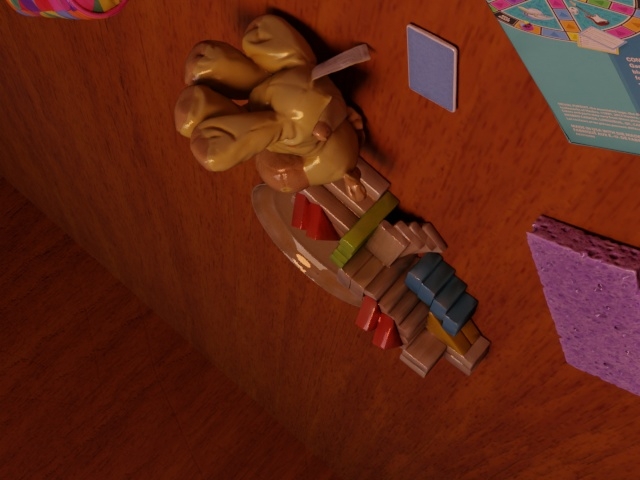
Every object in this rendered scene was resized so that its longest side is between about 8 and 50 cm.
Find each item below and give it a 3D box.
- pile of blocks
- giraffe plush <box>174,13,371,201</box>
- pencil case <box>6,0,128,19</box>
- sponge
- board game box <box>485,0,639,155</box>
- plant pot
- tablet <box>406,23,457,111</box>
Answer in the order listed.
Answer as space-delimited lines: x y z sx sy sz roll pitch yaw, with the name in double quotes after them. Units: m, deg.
0.085 0.053 1.100 0.362 0.112 0.149 50 159 -18 "pile of blocks"
-0.027 -0.119 0.954 0.210 0.181 0.170 -5 151 18 "giraffe plush"
-0.330 -0.331 1.152 0.236 0.104 0.104 18 148 48 "pencil case"
0.277 0.071 0.888 0.117 0.031 0.210 23 151 44 "sponge"
0.184 -0.160 0.448 0.253 0.079 0.336 20 161 47 "board game box"
0.000 0.000 1.274 0.236 0.032 0.236 38 160 16 "plant pot"
0.100 -0.154 0.814 0.054 0.006 0.083 34 157 25 "tablet"
